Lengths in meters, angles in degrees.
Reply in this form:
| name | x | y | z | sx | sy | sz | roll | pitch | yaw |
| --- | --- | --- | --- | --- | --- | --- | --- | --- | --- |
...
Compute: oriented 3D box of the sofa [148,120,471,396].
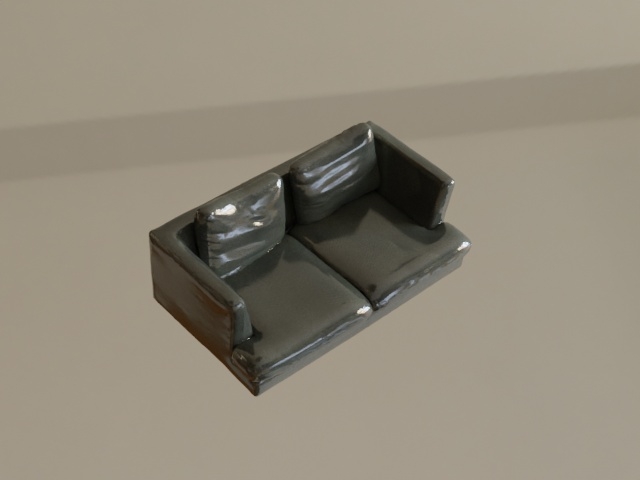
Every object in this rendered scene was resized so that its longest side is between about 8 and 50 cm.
| name | x | y | z | sx | sy | sz | roll | pitch | yaw |
| --- | --- | --- | --- | --- | --- | --- | --- | --- | --- |
| sofa | 0.000 | 0.000 | 0.548 | 0.147 | 0.085 | 0.060 | -28 | -35 | -33 |
